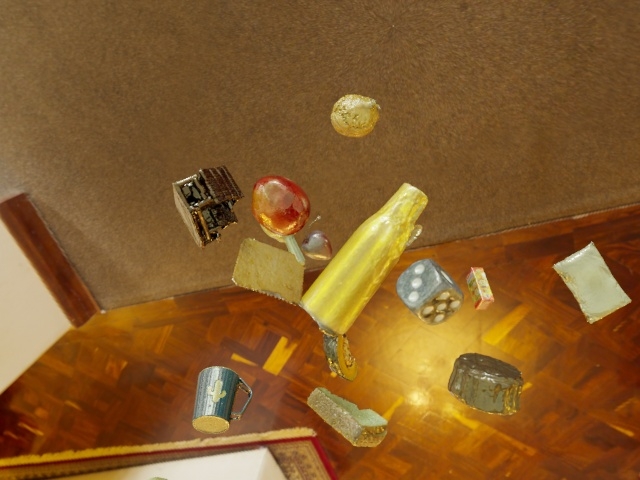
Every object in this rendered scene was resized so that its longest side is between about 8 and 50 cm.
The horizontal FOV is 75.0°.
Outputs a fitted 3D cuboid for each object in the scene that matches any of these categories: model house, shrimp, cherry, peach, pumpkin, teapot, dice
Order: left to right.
[{"bbox_3d":[-0.467,-0.160,1.857,0.282,0.297,0.317,-32,100,-23],"label":"model house"},{"bbox_3d":[-0.145,-0.136,1.562,0.243,0.199,0.244,28,143,23],"label":"peach"},{"bbox_3d":[-0.139,-0.056,1.800,0.149,0.220,0.319,-17,108,42],"label":"teapot"},{"bbox_3d":[0.005,0.006,1.789,0.188,0.115,0.148,-46,76,25],"label":"cherry"},{"bbox_3d":[0.047,0.396,1.570,0.111,0.163,0.279,-13,85,20],"label":"pumpkin"},{"bbox_3d":[0.349,0.011,1.761,0.053,0.133,0.236,31,146,-14],"label":"shrimp"},{"bbox_3d":[0.409,0.193,1.564,0.183,0.182,0.181,-45,124,14],"label":"dice"}]

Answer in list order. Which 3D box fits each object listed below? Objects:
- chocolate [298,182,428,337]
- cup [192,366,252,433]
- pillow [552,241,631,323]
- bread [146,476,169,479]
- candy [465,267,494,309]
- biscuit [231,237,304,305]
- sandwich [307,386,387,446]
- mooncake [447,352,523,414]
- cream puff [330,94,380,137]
[{"bbox_3d":[0.134,0.049,1.125,0.162,0.162,0.446,37,95,-9],"label":"chocolate"},{"bbox_3d":[-0.299,0.490,1.271,0.176,0.155,0.131,9,128,-7],"label":"cup"},{"bbox_3d":[0.886,0.141,1.366,0.148,0.050,0.230,-32,89,7],"label":"pillow"},{"bbox_3d":[-0.258,0.553,0.725,0.056,0.207,0.286,-42,69,-2],"label":"bread"},{"bbox_3d":[0.494,0.150,1.299,0.037,0.122,0.062,0,142,-6],"label":"candy"},{"bbox_3d":[-0.160,0.094,1.349,0.231,0.237,0.013,21,126,-14],"label":"biscuit"},{"bbox_3d":[0.117,0.710,1.684,0.288,0.254,0.100,25,90,39],"label":"sandwich"},{"bbox_3d":[0.762,0.651,1.926,0.323,0.324,0.187,9,96,5],"label":"mooncake"},{"bbox_3d":[0.134,-0.476,1.569,0.188,0.189,0.130,11,149,4],"label":"cream puff"}]
